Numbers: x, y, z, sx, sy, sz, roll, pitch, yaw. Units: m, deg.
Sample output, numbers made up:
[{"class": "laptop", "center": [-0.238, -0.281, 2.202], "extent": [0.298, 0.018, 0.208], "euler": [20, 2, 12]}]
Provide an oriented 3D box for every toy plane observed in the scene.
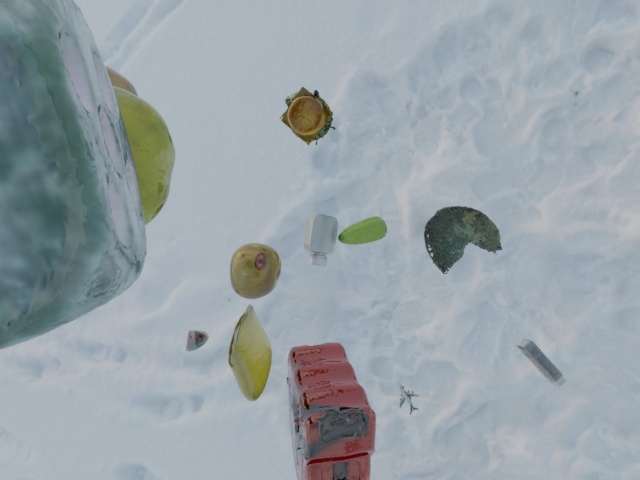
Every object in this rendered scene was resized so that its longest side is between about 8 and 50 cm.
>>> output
[{"class": "toy plane", "center": [0.228, 0.415, 1.210], "extent": [0.078, 0.024, 0.084], "euler": [-49, 50, 36]}]

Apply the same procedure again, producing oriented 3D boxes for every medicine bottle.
[{"class": "medicine bottle", "center": [0.000, 0.000, 1.643], "extent": [0.069, 0.119, 0.183], "euler": [2, 84, 50]}]

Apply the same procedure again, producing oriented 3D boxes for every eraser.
[{"class": "eraser", "center": [0.523, 0.289, 1.089], "extent": [0.029, 0.052, 0.122], "euler": [-41, 82, -2]}]

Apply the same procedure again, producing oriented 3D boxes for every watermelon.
[{"class": "watermelon", "center": [-0.440, 0.347, 1.602], "extent": [0.092, 0.084, 0.072], "euler": [-38, 83, -18]}]

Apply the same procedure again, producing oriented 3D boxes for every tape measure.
[{"class": "tape measure", "center": [0.007, 0.318, 0.777], "extent": [0.114, 0.253, 0.260], "euler": [-2, 109, -11]}]

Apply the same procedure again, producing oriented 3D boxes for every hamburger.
[{"class": "hamburger", "center": [-0.040, -0.423, 1.559], "extent": [0.164, 0.093, 0.189], "euler": [-37, 91, 21]}]

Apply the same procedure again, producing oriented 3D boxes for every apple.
[{"class": "apple", "center": [-0.202, 0.094, 1.448], "extent": [0.155, 0.182, 0.182], "euler": [0, 81, 0]}]

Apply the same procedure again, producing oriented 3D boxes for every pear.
[{"class": "pear", "center": [-0.418, -0.137, 0.839], "extent": [0.295, 0.294, 0.293], "euler": [-4, 80, 26]}]

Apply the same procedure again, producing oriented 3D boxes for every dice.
[{"class": "dice", "center": [-0.392, -0.083, 0.490], "extent": [0.328, 0.348, 0.330], "euler": [-12, 110, -12]}]

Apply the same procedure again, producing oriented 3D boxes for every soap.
[{"class": "soap", "center": [-0.089, 0.137, 0.576], "extent": [0.033, 0.168, 0.089], "euler": [1, 45, 8]}]

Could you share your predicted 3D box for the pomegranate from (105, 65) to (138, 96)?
[{"class": "pomegranate", "center": [-0.591, -0.384, 1.254], "extent": [0.191, 0.191, 0.191], "euler": [-4, 80, 26]}]

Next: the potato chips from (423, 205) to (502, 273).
[{"class": "potato chips", "center": [0.425, -0.008, 1.377], "extent": [0.220, 0.029, 0.201], "euler": [-10, 88, 9]}]

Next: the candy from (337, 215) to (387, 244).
[{"class": "candy", "center": [0.152, -0.030, 1.708], "extent": [0.097, 0.210, 0.096], "euler": [29, 127, 48]}]
